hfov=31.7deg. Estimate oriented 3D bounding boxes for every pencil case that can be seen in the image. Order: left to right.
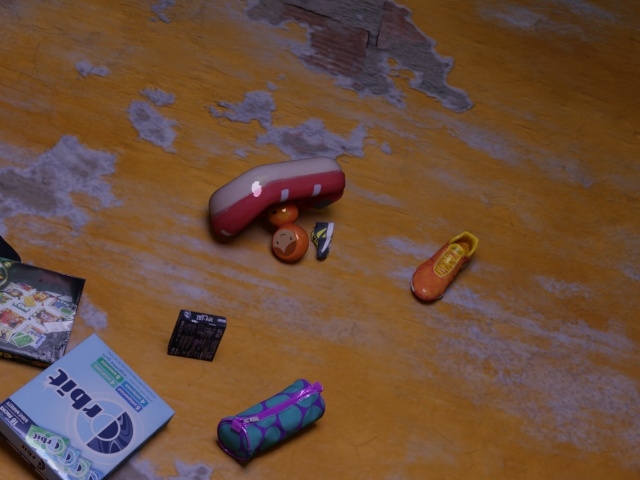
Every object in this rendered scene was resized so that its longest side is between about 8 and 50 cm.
[{"bbox_3d":[-0.065,0.243,1.533,0.151,0.070,0.064,-23,60,-40],"label":"pencil case"}]

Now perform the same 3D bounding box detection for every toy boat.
[{"bbox_3d":[-0.062,-0.040,1.793,0.231,0.151,0.151,-12,82,-33],"label":"toy boat"}]

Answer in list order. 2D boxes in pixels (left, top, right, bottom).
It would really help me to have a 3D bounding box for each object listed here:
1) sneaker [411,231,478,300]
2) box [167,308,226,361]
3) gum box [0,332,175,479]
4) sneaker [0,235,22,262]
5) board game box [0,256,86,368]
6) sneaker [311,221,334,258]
[{"bbox_3d":[0.203,0.038,1.865,0.064,0.067,0.175,35,45,9],"label":"sneaker"},{"bbox_3d":[-0.174,0.134,1.582,0.067,0.083,0.018,10,45,-14],"label":"box"},{"bbox_3d":[-0.304,0.227,1.446,0.157,0.041,0.184,43,45,7],"label":"gum box"},{"bbox_3d":[-0.511,-0.031,1.568,0.217,0.121,0.079,28,43,5],"label":"sneaker"},{"bbox_3d":[-0.462,0.081,1.520,0.259,0.030,0.136,16,62,-10],"label":"board game box"},{"bbox_3d":[0.000,0.000,1.843,0.035,0.031,0.083,10,38,5],"label":"sneaker"}]
